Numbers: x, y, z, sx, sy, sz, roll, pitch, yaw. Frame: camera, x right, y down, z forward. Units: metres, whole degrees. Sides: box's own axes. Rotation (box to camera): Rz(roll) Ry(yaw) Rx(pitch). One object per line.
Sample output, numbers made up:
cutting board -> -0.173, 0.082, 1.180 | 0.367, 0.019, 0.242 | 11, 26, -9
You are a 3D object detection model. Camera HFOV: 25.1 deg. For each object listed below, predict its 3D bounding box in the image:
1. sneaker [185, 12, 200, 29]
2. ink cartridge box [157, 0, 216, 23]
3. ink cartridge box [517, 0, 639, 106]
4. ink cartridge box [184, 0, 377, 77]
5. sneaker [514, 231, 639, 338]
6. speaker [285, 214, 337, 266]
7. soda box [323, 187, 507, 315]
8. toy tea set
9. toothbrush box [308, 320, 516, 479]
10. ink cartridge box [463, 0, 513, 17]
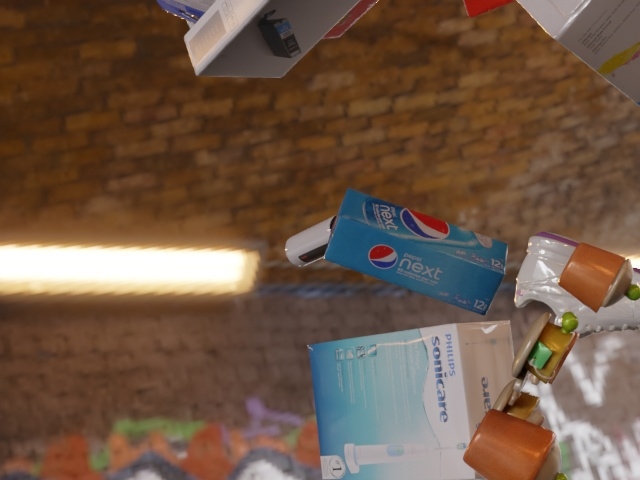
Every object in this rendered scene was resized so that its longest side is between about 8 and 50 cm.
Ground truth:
sneaker -> -0.116, -0.414, 2.485 | 0.228, 0.087, 0.092 | -25, 5, -24
ink cartridge box -> -0.236, -0.465, 2.298 | 0.065, 0.186, 0.311 | -51, -36, -20
ink cartridge box -> 0.434, -0.327, 2.073 | 0.232, 0.171, 0.168 | 31, -72, -31
ink cartridge box -> 0.015, -0.301, 1.759 | 0.261, 0.066, 0.296 | -6, -22, -39
sneaker -> 0.444, 0.102, 2.203 | 0.305, 0.152, 0.114 | 23, 1, 18
speaker -> 0.000, 0.000, 2.313 | 0.055, 0.055, 0.136 | -1, -14, -35
soda box -> 0.116, 0.013, 1.735 | 0.210, 0.067, 0.071 | 19, -54, -3
toy tea set -> 0.291, 0.169, 1.722 | 0.200, 0.124, 0.336 | -44, -20, -56
toothbrush box -> 0.135, 0.237, 2.065 | 0.126, 0.216, 0.295 | 0, -10, -44
ink cartridge box -> 0.307, -0.555, 2.091 | 0.308, 0.385, 0.091 | -23, 16, -17
